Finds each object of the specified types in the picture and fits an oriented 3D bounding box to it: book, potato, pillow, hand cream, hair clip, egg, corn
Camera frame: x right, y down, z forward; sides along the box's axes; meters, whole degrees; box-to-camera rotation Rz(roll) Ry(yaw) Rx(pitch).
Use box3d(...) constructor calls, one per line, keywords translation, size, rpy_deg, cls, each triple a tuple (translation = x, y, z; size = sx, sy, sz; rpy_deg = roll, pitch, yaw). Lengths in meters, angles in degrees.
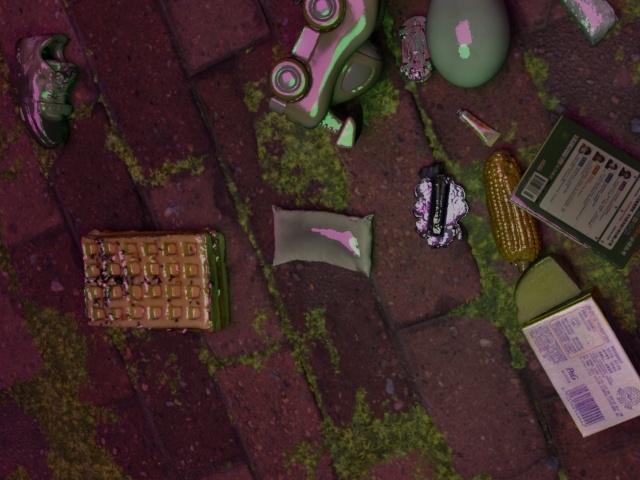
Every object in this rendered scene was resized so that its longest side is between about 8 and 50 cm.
box3d(translation=(0.540, -0.096, 1.562), size=(0.264, 0.027, 0.202), rpy_deg=(32, 92, 5), cls="book")
box3d(translation=(0.442, 0.084, 1.626), size=(0.149, 0.081, 0.120), rpy_deg=(-33, 114, 21), cls="potato")
box3d(translation=(-0.001, 0.001, 1.809), size=(0.254, 0.078, 0.144), rpy_deg=(6, 102, 20), cls="pillow")
box3d(translation=(0.332, -0.244, 1.667), size=(0.102, 0.022, 0.035), rpy_deg=(41, 104, 5), cls="hand cream")
box3d(translation=(0.259, -0.072, 1.712), size=(0.124, 0.052, 0.195), rpy_deg=(6, 107, 26), cls="hair clip")
box3d(translation=(0.293, -0.421, 1.569), size=(0.168, 0.168, 0.231), rpy_deg=(-5, 94, 22), cls="egg")
box3d(translation=(0.398, -0.061, 1.636), size=(0.097, 0.097, 0.261), rpy_deg=(-11, 93, 23), cls="corn")

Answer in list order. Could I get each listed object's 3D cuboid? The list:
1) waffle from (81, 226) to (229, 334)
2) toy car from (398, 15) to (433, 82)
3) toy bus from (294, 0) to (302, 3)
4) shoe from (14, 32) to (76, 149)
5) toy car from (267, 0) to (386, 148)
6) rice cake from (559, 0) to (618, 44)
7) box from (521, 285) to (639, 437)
box3d(translation=(-0.419, 0.094, 1.971), size=(0.376, 0.114, 0.261), rpy_deg=(1, 101, 21), cls="waffle")
box3d(translation=(0.206, -0.404, 1.667), size=(0.069, 0.055, 0.142), rpy_deg=(-6, 77, 25), cls="toy car")
box3d(translation=(-0.072, -0.645, 1.680), size=(0.256, 0.147, 0.128), rpy_deg=(50, 124, 3), cls="toy bus")
box3d(translation=(-0.677, -0.387, 1.983), size=(0.149, 0.109, 0.293), rpy_deg=(-12, 91, 28), cls="shoe")
box3d(translation=(0.049, -0.389, 1.633), size=(0.226, 0.242, 0.336), rpy_deg=(29, 110, -1), cls="toy car")
box3d(translation=(0.499, -0.484, 1.534), size=(0.069, 0.063, 0.206), rpy_deg=(-36, 86, 21), cls="rice cake")
box3d(translation=(0.558, 0.250, 1.627), size=(0.168, 0.097, 0.265), rpy_deg=(-32, 88, 23), cls="box")
